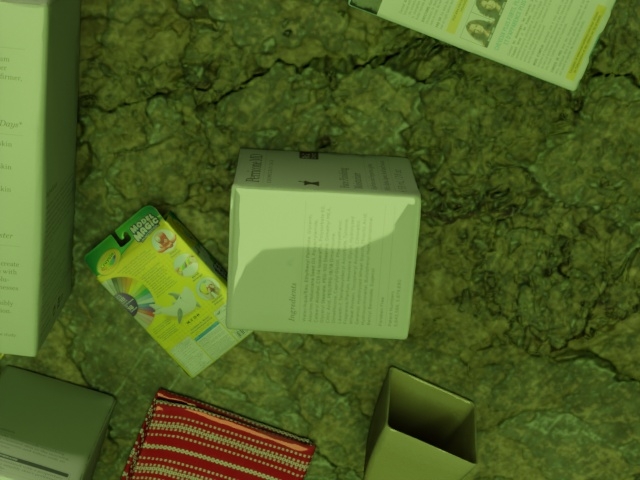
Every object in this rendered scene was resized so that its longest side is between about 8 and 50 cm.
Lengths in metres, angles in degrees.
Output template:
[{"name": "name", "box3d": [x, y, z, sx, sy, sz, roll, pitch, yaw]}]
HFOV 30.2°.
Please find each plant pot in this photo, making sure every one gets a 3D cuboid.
[{"name": "plant pot", "box3d": [0.102, 0.224, 1.309, 0.109, 0.109, 0.096, 24, 120, -8]}]

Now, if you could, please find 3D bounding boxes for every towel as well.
[{"name": "towel", "box3d": [-0.143, 0.322, 1.375, 0.198, 0.031, 0.275, 20, 107, -7]}]

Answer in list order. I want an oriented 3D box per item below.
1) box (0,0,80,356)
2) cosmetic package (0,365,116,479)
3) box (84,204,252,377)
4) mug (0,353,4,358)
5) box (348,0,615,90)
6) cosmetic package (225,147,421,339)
[{"name": "box", "box3d": [-0.361, -0.083, 1.169, 0.215, 0.168, 0.345, 6, 109, -2]}, {"name": "cosmetic package", "box3d": [-0.327, 0.290, 1.262, 0.138, 0.225, 0.224, 18, 107, -3]}, {"name": "box", "box3d": [-0.159, 0.051, 1.279, 0.105, 0.043, 0.179, -38, 107, 12]}, {"name": "mug", "box3d": [-0.386, 0.139, 1.300, 0.078, 0.062, 0.064, -30, 114, 16]}, {"name": "box", "box3d": [0.156, -0.239, 1.173, 0.244, 0.060, 0.101, 20, 107, -7]}, {"name": "cosmetic package", "box3d": [0.000, 0.000, 1.205, 0.183, 0.151, 0.151, 4, 108, -2]}]
